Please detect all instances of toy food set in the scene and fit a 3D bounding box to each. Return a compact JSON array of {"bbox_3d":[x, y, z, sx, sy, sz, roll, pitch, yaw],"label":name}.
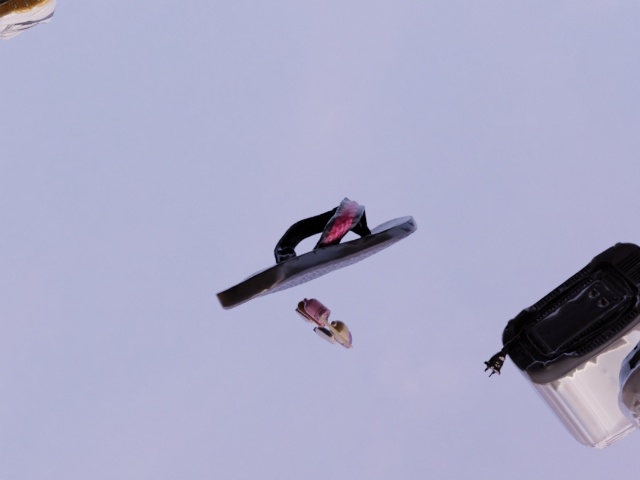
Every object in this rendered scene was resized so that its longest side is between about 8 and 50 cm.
[{"bbox_3d":[0.003,0.092,1.468,0.019,0.078,0.122,-48,-163,-10],"label":"toy food set"}]

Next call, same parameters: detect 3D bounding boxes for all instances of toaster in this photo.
[{"bbox_3d":[0.304,0.123,1.367,0.227,0.146,0.129,-37,-152,1],"label":"toaster"}]

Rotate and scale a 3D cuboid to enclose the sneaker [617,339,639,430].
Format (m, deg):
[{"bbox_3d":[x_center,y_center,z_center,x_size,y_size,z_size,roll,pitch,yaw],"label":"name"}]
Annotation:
[{"bbox_3d":[0.229,-0.016,0.719,0.268,0.101,0.153,-43,-126,-12],"label":"sneaker"}]

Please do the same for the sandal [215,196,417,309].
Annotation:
[{"bbox_3d":[0.000,0.000,0.785,0.067,0.179,0.040,-28,-96,38],"label":"sandal"}]

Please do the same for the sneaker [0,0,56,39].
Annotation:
[{"bbox_3d":[-0.186,-0.121,0.706,0.083,0.037,0.032,-18,-106,-14],"label":"sneaker"}]
